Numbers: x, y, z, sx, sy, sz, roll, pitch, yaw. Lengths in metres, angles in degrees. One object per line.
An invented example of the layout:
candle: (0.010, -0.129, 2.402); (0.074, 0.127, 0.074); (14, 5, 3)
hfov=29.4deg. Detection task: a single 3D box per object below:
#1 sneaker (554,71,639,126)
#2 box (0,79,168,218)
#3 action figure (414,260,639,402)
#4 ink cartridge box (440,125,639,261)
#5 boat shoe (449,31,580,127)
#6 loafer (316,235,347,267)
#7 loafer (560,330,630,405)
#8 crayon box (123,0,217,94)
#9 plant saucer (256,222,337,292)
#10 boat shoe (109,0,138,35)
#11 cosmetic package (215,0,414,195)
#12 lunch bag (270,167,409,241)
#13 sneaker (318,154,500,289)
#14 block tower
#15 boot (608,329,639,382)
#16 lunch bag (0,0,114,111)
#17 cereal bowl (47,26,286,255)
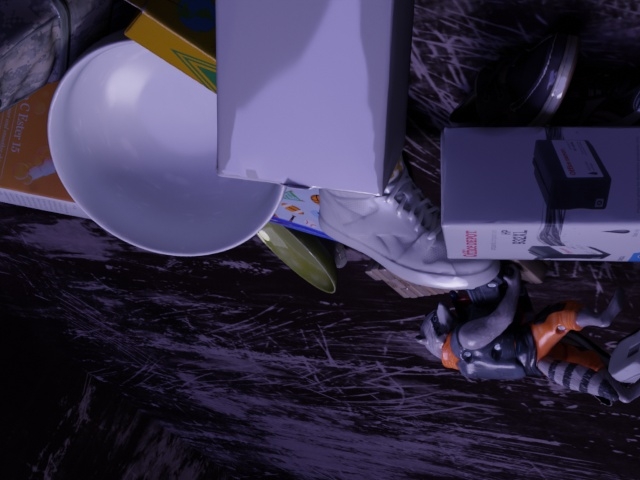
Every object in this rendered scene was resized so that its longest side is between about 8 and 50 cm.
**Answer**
sneaker: (0.338, -0.173, 1.476); (0.077, 0.072, 0.178); (42, 147, -13)
box: (-0.351, -0.147, 1.860); (0.345, 0.215, 0.168); (11, 173, -9)
action figure: (0.288, 0.131, 1.801); (0.330, 0.178, 0.341); (0, 146, 32)
ink cartridge box: (0.304, -0.054, 1.506); (0.307, 0.129, 0.223); (1, 169, 8)
boat shoe: (0.234, -0.181, 1.516); (0.092, 0.103, 0.285); (22, 163, -5)
loafer: (0.000, 0.000, 2.196); (0.125, 0.045, 0.039); (46, 166, -27)
loafer: (0.457, 0.225, 2.168); (0.220, 0.078, 0.080); (29, 156, -11)
crayon box: (-0.096, -0.283, 1.497); (0.318, 0.202, 0.081); (33, 155, -15)
plant saucer: (-0.052, -0.002, 2.163); (0.241, 0.037, 0.241); (42, 168, 11)
boat shoe: (-0.226, -0.291, 1.722); (0.302, 0.109, 0.094); (-6, 144, 45)
cosmetic package: (-0.003, -0.247, 1.294); (0.197, 0.155, 0.365); (9, 121, 11)
lunch bag: (0.005, -0.078, 1.938); (0.303, 0.115, 0.243); (19, 158, 16)
sneaker: (0.112, -0.049, 1.676); (0.292, 0.108, 0.169); (22, 137, 29)
block tower: (0.222, 0.023, 1.962); (0.097, 0.091, 0.335); (39, 153, -28)
boot: (0.579, 0.195, 1.999); (0.123, 0.095, 0.258); (20, 165, -4)
lunch bag: (-0.463, -0.325, 1.605); (0.305, 0.256, 0.212); (43, 151, 6)
cereal bowl: (-0.195, -0.153, 1.681); (0.339, 0.141, 0.339); (6, 126, 8)
